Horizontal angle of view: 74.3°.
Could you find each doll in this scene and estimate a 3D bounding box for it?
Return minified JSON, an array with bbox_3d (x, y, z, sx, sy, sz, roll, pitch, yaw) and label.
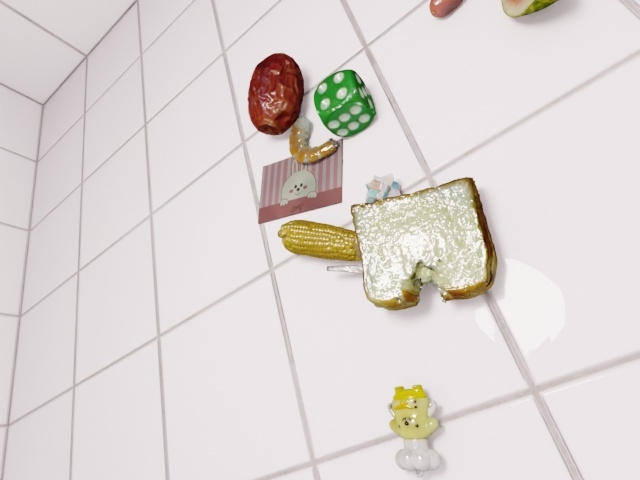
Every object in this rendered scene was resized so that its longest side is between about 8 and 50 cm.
[{"bbox_3d":[0.181,0.366,0.818,0.106,0.062,0.162,-20,63,34],"label":"doll"}]

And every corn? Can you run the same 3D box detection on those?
[{"bbox_3d":[0.000,0.000,1.066,0.261,0.097,0.097,9,79,31],"label":"corn"}]

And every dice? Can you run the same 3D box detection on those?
[{"bbox_3d":[0.066,-0.363,1.129,0.128,0.131,0.120,-25,60,25],"label":"dice"}]

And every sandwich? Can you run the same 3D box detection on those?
[{"bbox_3d":[0.213,0.013,0.883,0.273,0.095,0.249,-13,67,21],"label":"sandwich"}]

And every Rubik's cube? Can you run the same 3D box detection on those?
[{"bbox_3d":[0.149,-0.123,1.017,0.084,0.073,0.075,-1,73,38],"label":"Rubik's cube"}]

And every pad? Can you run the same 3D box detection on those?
[{"bbox_3d":[-0.064,-0.168,1.231,0.299,0.005,0.202,-11,67,33],"label":"pad"}]

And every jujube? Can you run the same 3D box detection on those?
[{"bbox_3d":[-0.136,-0.446,1.285,0.174,0.174,0.250,-2,69,35],"label":"jujube"}]

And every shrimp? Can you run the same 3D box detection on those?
[{"bbox_3d":[-0.019,-0.300,1.219,0.166,0.049,0.161,-2,70,35],"label":"shrimp"}]

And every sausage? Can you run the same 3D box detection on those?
[{"bbox_3d":[0.325,-0.614,1.082,0.094,0.059,0.054,-37,68,14],"label":"sausage"}]

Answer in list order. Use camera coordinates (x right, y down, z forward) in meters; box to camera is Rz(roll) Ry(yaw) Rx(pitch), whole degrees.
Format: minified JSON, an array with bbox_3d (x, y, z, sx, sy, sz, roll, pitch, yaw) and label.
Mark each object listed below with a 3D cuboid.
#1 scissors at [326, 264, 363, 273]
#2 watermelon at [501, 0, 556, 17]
[{"bbox_3d":[0.114,0.069,0.978,0.212,0.021,0.110,0,76,23],"label":"scissors"},{"bbox_3d":[0.482,-0.601,0.926,0.128,0.159,0.303,-2,67,4],"label":"watermelon"}]
